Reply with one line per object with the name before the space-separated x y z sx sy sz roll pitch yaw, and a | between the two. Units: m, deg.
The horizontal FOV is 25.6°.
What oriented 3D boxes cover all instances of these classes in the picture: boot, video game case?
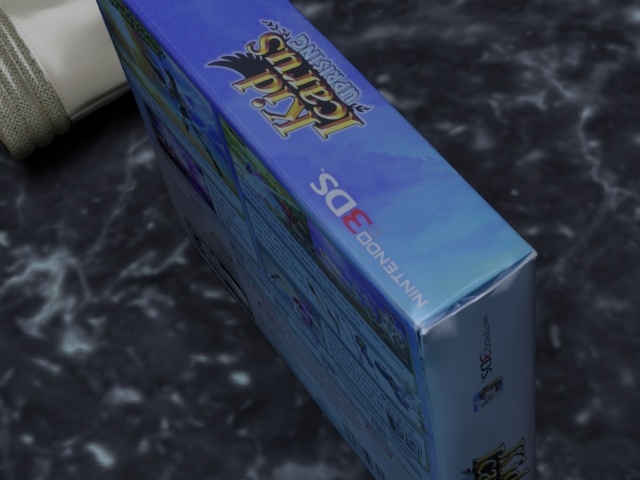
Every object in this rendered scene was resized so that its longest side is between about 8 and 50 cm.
boot | -0.169 -0.182 0.916 0.203 0.095 0.262 -30 61 -9
video game case | 0.000 0.000 0.668 0.061 0.244 0.269 -33 57 -12
